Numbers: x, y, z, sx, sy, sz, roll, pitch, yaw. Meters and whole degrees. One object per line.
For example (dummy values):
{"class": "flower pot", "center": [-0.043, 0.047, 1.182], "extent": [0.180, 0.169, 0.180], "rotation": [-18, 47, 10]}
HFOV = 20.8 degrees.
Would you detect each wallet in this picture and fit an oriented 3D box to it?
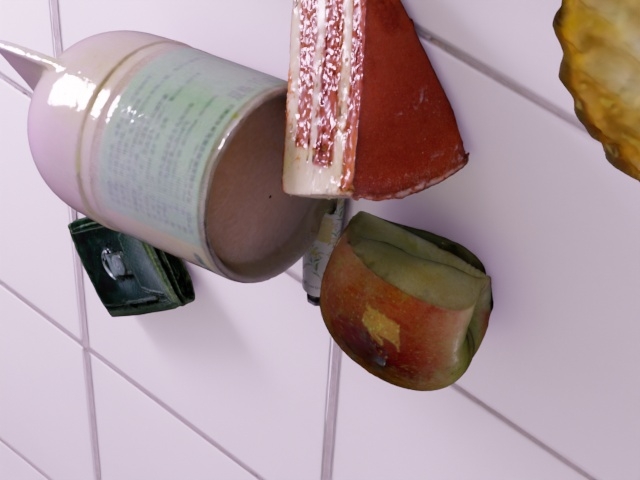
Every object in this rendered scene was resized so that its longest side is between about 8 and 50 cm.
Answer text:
{"class": "wallet", "center": [-0.277, 0.033, 2.476], "extent": [0.236, 0.055, 0.160], "rotation": [-12, 107, 55]}

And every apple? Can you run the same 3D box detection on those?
{"class": "apple", "center": [0.090, 0.072, 1.949], "extent": [0.188, 0.174, 0.207], "rotation": [18, -177, 14]}

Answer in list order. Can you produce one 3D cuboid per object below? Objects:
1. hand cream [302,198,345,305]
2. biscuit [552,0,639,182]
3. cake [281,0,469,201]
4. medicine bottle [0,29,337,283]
{"class": "hand cream", "center": [0.000, 0.000, 2.112], "extent": [0.067, 0.042, 0.194], "rotation": [31, 139, 30]}
{"class": "biscuit", "center": [0.333, -0.151, 1.500], "extent": [0.329, 0.078, 0.335], "rotation": [20, 143, 41]}
{"class": "cake", "center": [0.014, -0.156, 1.825], "extent": [0.158, 0.159, 0.262], "rotation": [-1, 120, 55]}
{"class": "medicine bottle", "center": [-0.198, -0.121, 2.048], "extent": [0.406, 0.236, 0.236], "rotation": [22, 138, 36]}
